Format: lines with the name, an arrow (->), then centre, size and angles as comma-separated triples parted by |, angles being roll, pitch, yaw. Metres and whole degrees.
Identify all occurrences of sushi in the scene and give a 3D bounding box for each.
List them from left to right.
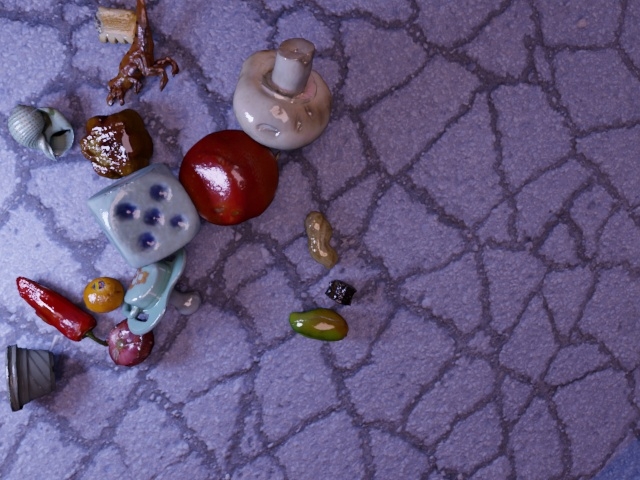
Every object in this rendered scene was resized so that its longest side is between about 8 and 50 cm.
sushi -> 0.082, 0.201, 1.801 | 0.094, 0.098, 0.084 | 22, 94, -27

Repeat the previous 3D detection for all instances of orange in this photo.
orange -> -0.766, 0.197, 1.661 | 0.136, 0.135, 0.117 | -15, 129, -7

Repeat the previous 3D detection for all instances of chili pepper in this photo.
chili pepper -> -0.912, 0.257, 1.652 | 0.388, 0.110, 0.110 | 39, 87, -5

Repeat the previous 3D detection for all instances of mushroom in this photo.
mushroom -> -0.137, -0.484, 1.533 | 0.325, 0.353, 0.353 | 25, 89, 31

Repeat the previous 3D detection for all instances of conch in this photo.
conch -> -0.961, -0.380, 1.603 | 0.172, 0.131, 0.200 | -40, 139, -26

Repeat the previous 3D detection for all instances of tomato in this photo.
tomato -> -0.309, -0.218, 1.606 | 0.325, 0.293, 0.289 | 19, 131, 21

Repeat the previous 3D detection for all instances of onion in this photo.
onion -> -0.669, 0.370, 1.685 | 0.184, 0.147, 0.183 | -11, 65, 24

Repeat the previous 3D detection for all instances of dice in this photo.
dice -> -0.572, -0.082, 1.529 | 0.265, 0.268, 0.262 | -36, 114, -24

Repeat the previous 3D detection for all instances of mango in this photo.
mango -> -0.006, 0.316, 1.780 | 0.233, 0.111, 0.125 | 14, 77, 4

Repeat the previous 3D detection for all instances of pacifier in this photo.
pacifier -> -0.550, 0.186, 1.665 | 0.269, 0.288, 0.343 | 40, 64, -40

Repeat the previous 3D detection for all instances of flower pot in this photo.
flower pot -> -0.997, 0.464, 1.613 | 0.141, 0.235, 0.235 | -2, 93, -30

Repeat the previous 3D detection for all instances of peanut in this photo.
peanut -> 0.000, 0.000, 1.770 | 0.103, 0.098, 0.229 | -9, 98, 19

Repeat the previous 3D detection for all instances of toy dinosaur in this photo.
toy dinosaur -> -0.602, -0.640, 1.636 | 0.208, 0.097, 0.432 | 24, 108, -19

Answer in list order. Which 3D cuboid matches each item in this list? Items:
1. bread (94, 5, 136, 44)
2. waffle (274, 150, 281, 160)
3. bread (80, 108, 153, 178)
bread -> -0.707, -0.748, 1.640 | 0.177, 0.084, 0.119 | 4, 94, -9
waffle -> -0.217, -0.283, 1.761 | 0.098, 0.023, 0.152 | 22, 91, -9
bread -> -0.717, -0.326, 1.636 | 0.232, 0.135, 0.246 | -14, 98, 6
